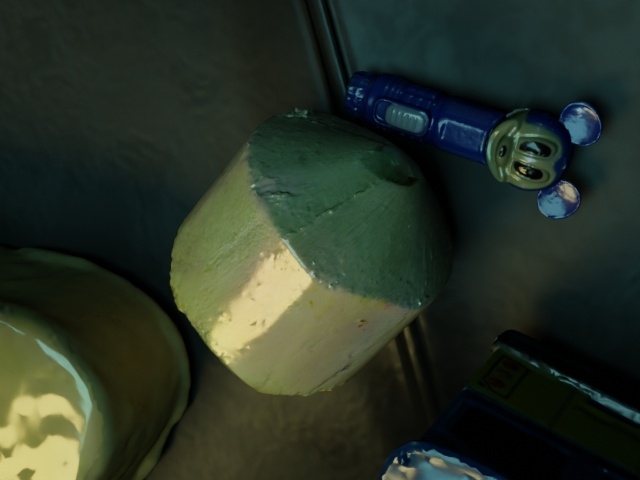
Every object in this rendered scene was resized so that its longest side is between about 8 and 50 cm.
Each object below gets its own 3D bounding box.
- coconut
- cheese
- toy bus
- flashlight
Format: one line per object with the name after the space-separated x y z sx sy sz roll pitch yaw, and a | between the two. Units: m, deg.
0.000 0.000 0.703 0.116 0.116 0.122 49 123 4 | coconut
-0.270 0.160 0.874 0.384 0.104 0.383 7 108 22 | cheese
0.072 0.206 0.696 0.138 0.175 0.287 26 114 14 | toy bus
0.067 -0.051 0.701 0.121 0.035 0.057 20 113 17 | flashlight
